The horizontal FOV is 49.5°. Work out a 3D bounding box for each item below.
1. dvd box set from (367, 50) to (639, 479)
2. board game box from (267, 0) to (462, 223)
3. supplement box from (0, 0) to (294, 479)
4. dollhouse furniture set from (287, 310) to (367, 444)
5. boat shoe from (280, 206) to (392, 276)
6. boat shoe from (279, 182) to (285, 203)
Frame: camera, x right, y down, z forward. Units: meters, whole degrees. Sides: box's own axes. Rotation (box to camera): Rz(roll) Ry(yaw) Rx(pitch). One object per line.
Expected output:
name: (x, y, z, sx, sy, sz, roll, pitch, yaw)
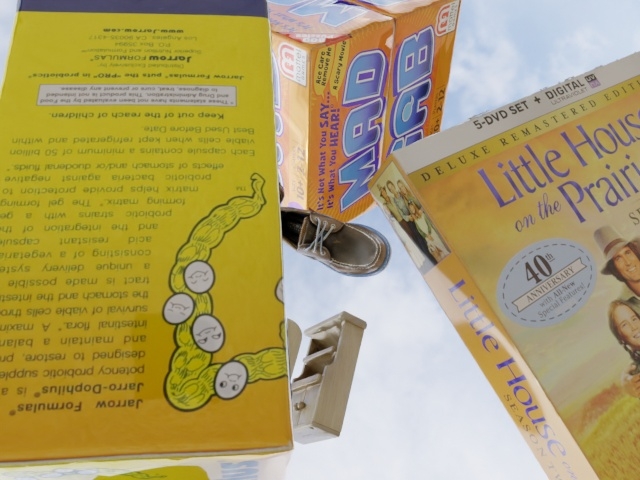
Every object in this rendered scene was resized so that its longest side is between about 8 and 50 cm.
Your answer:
dvd box set: (0.269, 0.064, 0.546, 0.307, 0.062, 0.420, -23, -105, -26)
board game box: (-0.014, -0.278, 1.256, 0.356, 0.356, 0.356, -31, -41, -35)
supplement box: (-0.129, 0.008, 0.528, 0.195, 0.194, 0.356, -1, -119, -6)
dollhouse furniture set: (-0.080, 0.143, 0.908, 0.242, 0.212, 0.161, 28, -122, -20)
boat shoe: (0.000, 0.000, 0.848, 0.066, 0.183, 0.066, 19, -93, -53)
boat shoe: (-0.197, 0.007, 0.884, 0.342, 0.123, 0.123, -34, -38, -16)
